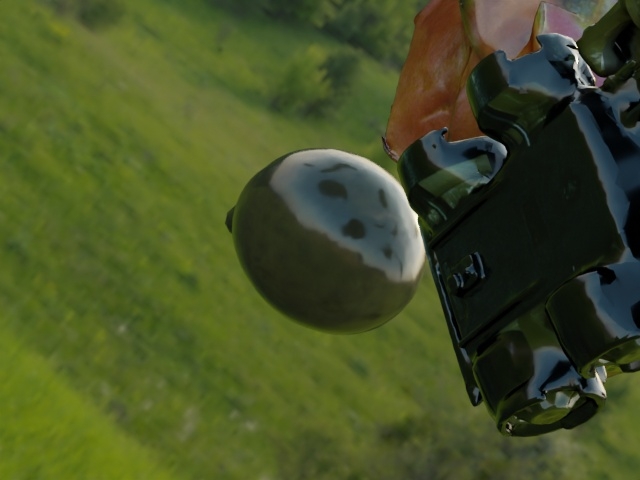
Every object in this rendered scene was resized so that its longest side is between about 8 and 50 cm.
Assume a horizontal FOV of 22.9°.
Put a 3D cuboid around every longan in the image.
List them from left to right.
[{"bbox_3d":[0.000,0.000,1.420,0.204,0.159,0.185,15,-29,35],"label":"longan"}]

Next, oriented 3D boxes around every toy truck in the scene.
[{"bbox_3d":[0.140,-0.031,0.572,0.127,0.257,0.127,-2,61,-27],"label":"toy truck"}]

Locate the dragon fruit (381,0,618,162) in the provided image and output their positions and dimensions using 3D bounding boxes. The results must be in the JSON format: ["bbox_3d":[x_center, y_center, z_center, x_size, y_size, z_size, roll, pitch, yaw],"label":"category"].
[{"bbox_3d":[0.195,-0.085,0.952,0.291,0.189,0.290,11,67,-26],"label":"dragon fruit"}]
